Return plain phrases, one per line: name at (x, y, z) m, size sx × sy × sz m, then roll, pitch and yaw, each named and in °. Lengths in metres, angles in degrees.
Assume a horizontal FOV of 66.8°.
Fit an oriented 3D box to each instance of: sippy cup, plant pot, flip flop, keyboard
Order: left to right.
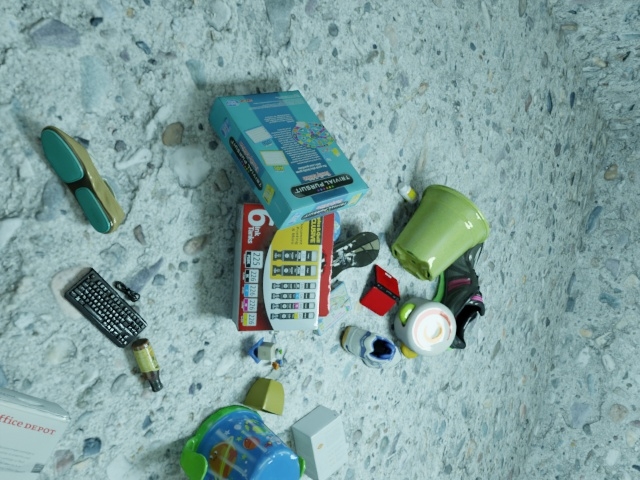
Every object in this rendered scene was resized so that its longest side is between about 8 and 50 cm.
keyboard at (-0.443, 0.138, 1.039) m, size 0.108 × 0.023 × 0.180 m, roll -50°, pitch 127°, yaw -27°
sippy cup at (-0.177, 0.562, 1.209) m, size 0.305 × 0.224 × 0.240 m, roll -22°, pitch 111°, yaw -40°
plant pot at (-0.146, 0.421, 1.322) m, size 0.081 × 0.081 × 0.083 m, roll 38°, pitch 57°, yaw -39°
flip flop at (0.065, 0.046, 1.477) m, size 0.277 × 0.080 × 0.112 m, roll -26°, pitch 118°, yaw -22°
plant pot at (0.387, -0.007, 1.666) m, size 0.254 × 0.276 × 0.276 m, roll -45°, pitch 125°, yaw -15°

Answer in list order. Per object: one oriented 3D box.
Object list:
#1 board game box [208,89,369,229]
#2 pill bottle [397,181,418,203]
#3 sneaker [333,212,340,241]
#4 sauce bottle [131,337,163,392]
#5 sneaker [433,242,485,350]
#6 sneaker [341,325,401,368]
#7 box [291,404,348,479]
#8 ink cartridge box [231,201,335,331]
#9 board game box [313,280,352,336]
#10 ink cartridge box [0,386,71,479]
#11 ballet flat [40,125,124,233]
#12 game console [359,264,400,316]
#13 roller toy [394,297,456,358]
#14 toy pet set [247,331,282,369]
board game box at (-0.076, -0.207, 1.170) m, size 0.253 × 0.079 × 0.336 m, roll -20°, pitch 70°, yaw -40°
pill bottle at (0.301, -0.167, 1.685) m, size 0.083 × 0.043 × 0.043 m, roll 40°, pitch 69°, yaw -40°
sneaker at (0.000, 0.000, 1.392) m, size 0.126 × 0.091 × 0.240 m, roll 32°, pitch 74°, yaw -43°
sauce bottle at (-0.388, 0.283, 1.098) m, size 0.042 × 0.042 × 0.128 m, roll -29°, pitch 117°, yaw -37°
sneaker at (0.553, 0.197, 1.863) m, size 0.185 × 0.202 × 0.483 m, roll 26°, pitch 78°, yaw -43°
sneaker at (0.200, 0.373, 1.605) m, size 0.296 × 0.131 × 0.112 m, roll 29°, pitch 74°, yaw -43°
box at (0.000, 0.616, 1.474) m, size 0.130 × 0.091 × 0.171 m, roll -22°, pitch 111°, yaw -39°
ink cartridge box at (-0.078, 0.062, 1.232) m, size 0.271 × 0.130 × 0.310 m, roll 1°, pitch 95°, yaw -18°
board game box at (0.028, 0.207, 1.489) m, size 0.154 × 0.026 × 0.103 m, roll -34°, pitch 118°, yaw -35°
ink cartridge box at (-0.594, 0.391, 0.883) m, size 0.158 × 0.092 × 0.218 m, roll 40°, pitch 71°, yaw -39°
ballet flat at (-0.466, -0.123, 0.962) m, size 0.073 × 0.080 × 0.232 m, roll -63°, pitch 140°, yaw -55°
game console at (0.200, 0.171, 1.657) m, size 0.144 × 0.085 × 0.124 m, roll 36°, pitch 40°, yaw -41°
roller toy at (0.364, 0.304, 1.715) m, size 0.191 × 0.146 × 0.209 m, roll -13°, pitch 96°, yaw -15°
toy pet set at (-0.150, 0.297, 1.328) m, size 0.114 × 0.065 × 0.122 m, roll -34°, pitch 128°, yaw -75°
